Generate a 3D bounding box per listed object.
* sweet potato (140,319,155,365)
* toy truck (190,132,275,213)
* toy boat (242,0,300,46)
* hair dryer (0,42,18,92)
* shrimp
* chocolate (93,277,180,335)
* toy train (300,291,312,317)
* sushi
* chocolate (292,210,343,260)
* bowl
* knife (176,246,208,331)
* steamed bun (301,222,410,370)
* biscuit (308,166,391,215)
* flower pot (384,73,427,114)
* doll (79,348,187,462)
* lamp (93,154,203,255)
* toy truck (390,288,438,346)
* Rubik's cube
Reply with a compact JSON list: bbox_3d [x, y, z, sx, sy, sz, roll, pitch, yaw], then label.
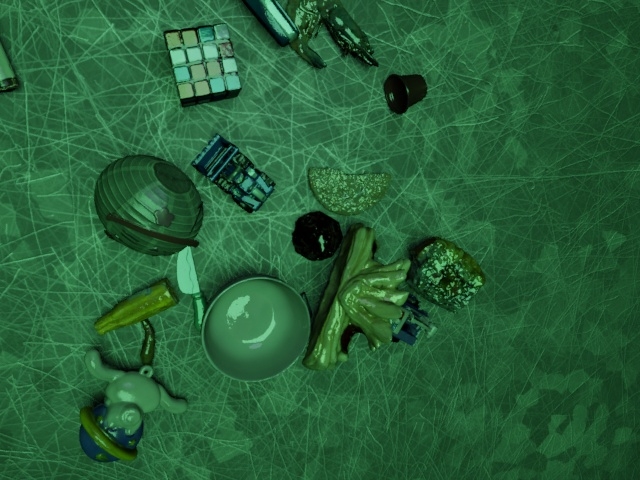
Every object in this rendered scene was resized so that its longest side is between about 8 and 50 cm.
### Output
[{"bbox_3d":[-0.467,0.280,1.291,0.041,0.038,0.154,-2,98,-10],"label":"sweet potato"},{"bbox_3d":[-0.221,-0.169,1.236,0.208,0.126,0.113,40,88,-16],"label":"toy truck"},{"bbox_3d":[-0.170,-0.617,1.195,0.061,0.096,0.299,-41,100,7],"label":"toy boat"},{"bbox_3d":[-0.766,-0.489,1.053,0.203,0.128,0.363,-18,111,-12],"label":"hair dryer"},{"bbox_3d":[0.020,-0.540,1.272,0.178,0.075,0.289,-42,108,3],"label":"shrimp"},{"bbox_3d":[-0.484,0.182,1.251,0.219,0.085,0.086,-29,105,-7],"label":"chocolate"},{"bbox_3d":[-0.039,0.192,1.401,0.017,0.017,0.084,-20,104,-10],"label":"toy train"},{"bbox_3d":[0.380,0.113,1.435,0.274,0.139,0.184,38,90,-11],"label":"sushi"},{"bbox_3d":[0.000,0.000,1.322,0.156,0.133,0.156,-3,102,-13],"label":"chocolate"},{"bbox_3d":[-0.182,0.222,1.297,0.286,0.143,0.288,-3,100,-17],"label":"bowl"},{"bbox_3d":[-0.351,0.127,1.304,0.063,0.034,0.261,-17,98,-10],"label":"knife"},{"bbox_3d":[0.113,0.152,1.263,0.189,0.247,0.429,21,72,-3],"label":"steamed bun"},{"bbox_3d":[0.083,-0.137,1.372,0.249,0.032,0.134,3,99,-16],"label":"biscuit"},{"bbox_3d":[0.247,-0.419,1.337,0.089,0.111,0.112,-23,104,-21],"label":"flower pot"},{"bbox_3d":[-0.530,0.433,1.228,0.242,0.159,0.311,-36,111,-4],"label":"doll"},{"bbox_3d":[-0.410,-0.078,1.155,0.265,0.233,0.233,24,92,-31],"label":"lamp"},{"bbox_3d":[0.217,0.221,1.392,0.213,0.177,0.161,29,92,-18],"label":"toy truck"},{"bbox_3d":[-0.286,-0.422,1.163,0.150,0.154,0.155,-15,103,-13],"label":"Rubik's cube"}]
